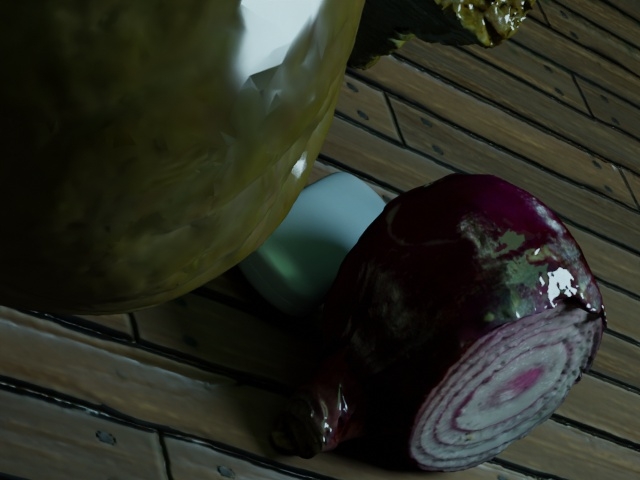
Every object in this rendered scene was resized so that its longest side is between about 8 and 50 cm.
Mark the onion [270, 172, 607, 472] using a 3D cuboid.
[{"bbox_3d":[0.055,0.059,1.155,0.218,0.195,0.140,-25,69,-19],"label":"onion"}]

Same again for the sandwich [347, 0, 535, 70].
[{"bbox_3d":[-0.004,-0.233,1.355,0.271,0.099,0.301,32,-7,-15],"label":"sandwich"}]

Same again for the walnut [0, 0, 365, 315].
[{"bbox_3d":[-0.118,-0.124,0.966,0.333,0.333,0.333,34,30,-23],"label":"walnut"}]

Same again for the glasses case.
[{"bbox_3d":[0.000,0.000,1.254,0.067,0.045,0.178,48,28,5],"label":"glasses case"}]
